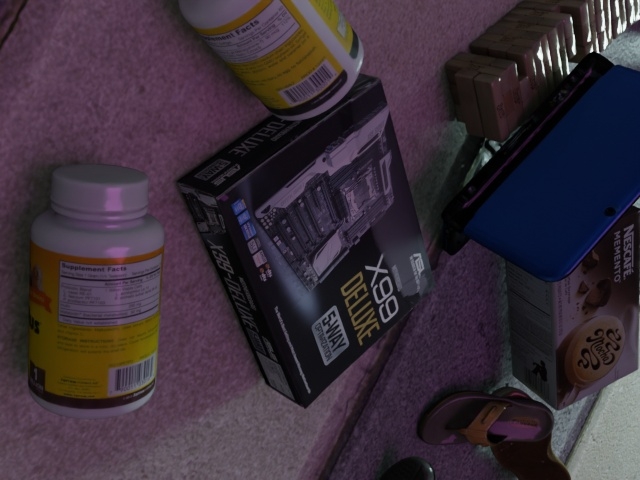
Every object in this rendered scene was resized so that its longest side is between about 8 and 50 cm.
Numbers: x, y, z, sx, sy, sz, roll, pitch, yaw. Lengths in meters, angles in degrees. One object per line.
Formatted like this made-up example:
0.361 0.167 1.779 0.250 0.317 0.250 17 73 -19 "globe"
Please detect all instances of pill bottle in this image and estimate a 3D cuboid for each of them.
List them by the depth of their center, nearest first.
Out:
-0.203 0.043 0.807 0.117 0.117 0.214 -8 112 -42 "pill bottle"
-0.057 -0.219 0.839 0.119 0.119 0.208 -56 135 -11 "pill bottle"

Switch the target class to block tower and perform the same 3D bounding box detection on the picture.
0.301 -0.267 1.181 0.335 0.091 0.097 -40 131 -26 "block tower"

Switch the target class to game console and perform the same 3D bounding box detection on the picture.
0.308 -0.072 1.117 0.293 0.173 0.250 -46 164 -6 "game console"

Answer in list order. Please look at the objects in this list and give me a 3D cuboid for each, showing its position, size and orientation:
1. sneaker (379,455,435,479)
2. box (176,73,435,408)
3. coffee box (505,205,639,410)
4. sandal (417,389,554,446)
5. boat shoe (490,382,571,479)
0.136 0.408 1.307 0.130 0.087 0.227 -5 113 -44 "sneaker"
0.000 0.000 1.012 0.242 0.077 0.307 -38 129 -27 "box"
0.385 0.086 1.361 0.168 0.119 0.297 -21 121 -20 "coffee box"
0.255 0.278 1.331 0.220 0.060 0.089 8 107 -15 "sandal"
0.326 0.326 1.465 0.105 0.089 0.285 -29 127 0 "boat shoe"
